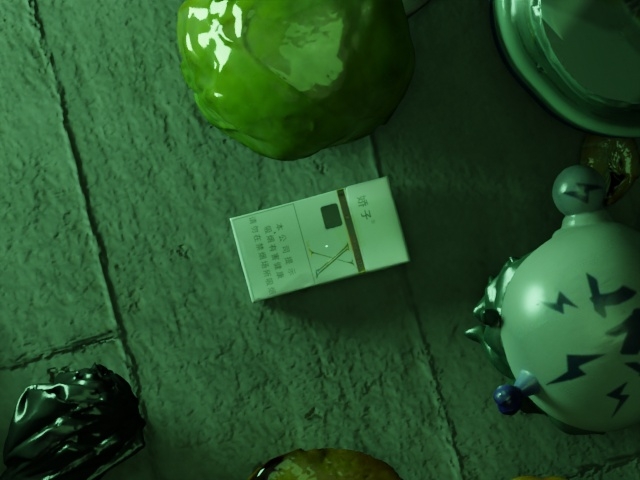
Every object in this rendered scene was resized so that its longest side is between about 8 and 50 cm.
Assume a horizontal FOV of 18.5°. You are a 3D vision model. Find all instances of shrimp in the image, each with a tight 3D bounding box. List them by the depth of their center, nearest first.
[{"bbox_3d":[0.273,-0.057,1.854,0.059,0.023,0.108,4,87,-7],"label":"shrimp"}]

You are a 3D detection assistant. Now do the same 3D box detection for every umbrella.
[{"bbox_3d":[-0.292,0.256,1.815,0.118,0.118,0.340,40,97,3],"label":"umbrella"}]

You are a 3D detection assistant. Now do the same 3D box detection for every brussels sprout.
[{"bbox_3d":[-0.022,-0.178,1.788,0.223,0.161,0.223,3,109,10],"label":"brussels sprout"}]

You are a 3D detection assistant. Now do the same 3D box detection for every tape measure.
[{"bbox_3d":[0.283,-0.226,1.787,0.262,0.138,0.259,-44,91,-6],"label":"tape measure"}]

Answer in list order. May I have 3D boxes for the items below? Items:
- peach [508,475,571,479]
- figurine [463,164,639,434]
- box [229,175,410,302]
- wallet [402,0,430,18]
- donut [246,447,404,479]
[{"bbox_3d":[0.203,0.279,1.785,0.138,0.138,0.138,0,87,1],"label":"peach"},{"bbox_3d":[0.313,0.034,1.771,0.382,0.186,0.261,-32,81,4],"label":"figurine"},{"bbox_3d":[0.000,0.000,1.845,0.154,0.040,0.084,-15,86,1],"label":"box"},{"bbox_3d":[0.105,-0.300,1.857,0.230,0.042,0.124,-37,97,-4],"label":"wallet"},{"bbox_3d":[-0.002,0.314,1.791,0.253,0.118,0.254,0,88,3],"label":"donut"}]
